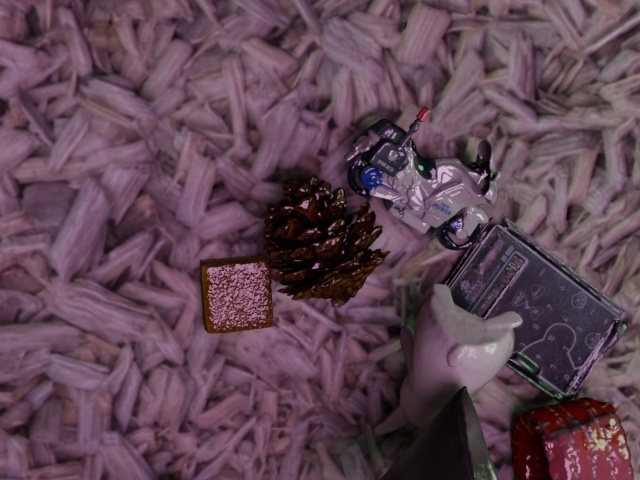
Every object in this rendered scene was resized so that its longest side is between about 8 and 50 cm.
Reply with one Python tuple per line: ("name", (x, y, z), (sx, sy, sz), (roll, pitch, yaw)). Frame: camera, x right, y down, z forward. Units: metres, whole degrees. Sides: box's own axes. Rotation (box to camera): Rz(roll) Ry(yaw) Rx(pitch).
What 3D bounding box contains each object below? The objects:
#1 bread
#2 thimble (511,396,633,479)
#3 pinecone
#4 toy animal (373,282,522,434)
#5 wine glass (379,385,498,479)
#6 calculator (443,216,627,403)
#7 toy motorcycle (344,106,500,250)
("bread", (-0.109, 0.069, 1.721), (0.090, 0.035, 0.094), (-6, 106, -14))
("thimble", (0.347, 0.316, 1.848), (0.125, 0.163, 0.190), (-10, 111, -14))
("pinecone", (0.000, 0.000, 1.678), (0.173, 0.173, 0.174), (-4, 105, -15))
("toy animal", (0.162, 0.184, 1.789), (0.140, 0.138, 0.282), (18, 141, 0))
("wine glass", (0.026, 0.365, 1.660), (0.406, 0.267, 0.267), (-18, 109, 9))
("calculator", (0.293, 0.099, 1.848), (0.274, 0.028, 0.166), (35, 92, -21))
("toy motorcycle", (0.143, -0.086, 1.723), (0.221, 0.102, 0.150), (30, 106, -21))
